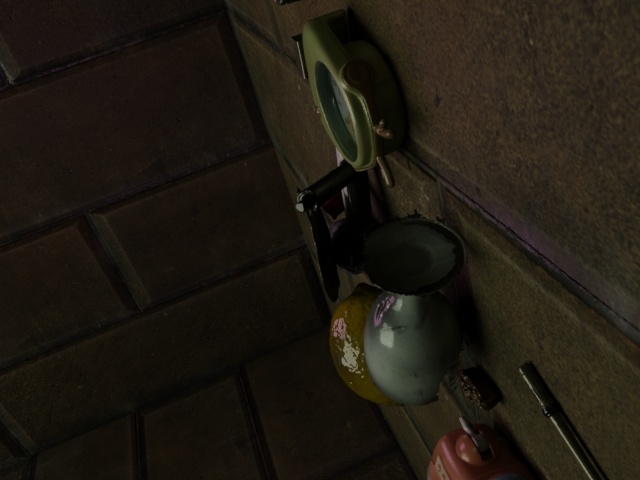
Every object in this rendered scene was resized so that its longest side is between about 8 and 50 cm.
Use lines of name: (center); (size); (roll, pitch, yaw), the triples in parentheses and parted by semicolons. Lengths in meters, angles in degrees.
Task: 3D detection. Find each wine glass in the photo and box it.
wine glass: (0.162, 0.136, 1.003); (0.190, 0.190, 0.357); (-120, 13, -47)

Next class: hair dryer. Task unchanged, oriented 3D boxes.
hair dryer: (0.024, -0.067, 1.198); (0.156, 0.284, 0.320); (11, 128, 42)

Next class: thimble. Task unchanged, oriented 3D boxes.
thimble: (0.083, 0.011, 1.455); (0.098, 0.150, 0.150); (-124, 12, -80)

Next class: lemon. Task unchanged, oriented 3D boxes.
lemon: (0.144, 0.233, 1.282); (0.267, 0.267, 0.267); (158, 90, -83)

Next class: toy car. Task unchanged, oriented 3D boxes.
toy car: (0.317, 0.478, 1.071); (0.270, 0.181, 0.212); (-120, 20, -52)

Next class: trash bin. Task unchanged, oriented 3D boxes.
trash bin: (-0.037, -0.446, 1.371); (0.061, 0.043, 0.092); (-122, 15, -54)

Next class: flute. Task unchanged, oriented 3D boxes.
flute: (0.344, 0.274, 0.787); (0.027, 0.027, 0.233); (79, 167, -57)

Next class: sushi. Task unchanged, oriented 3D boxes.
sushi: (0.294, 0.278, 1.063); (0.120, 0.055, 0.052); (-128, 23, -59)

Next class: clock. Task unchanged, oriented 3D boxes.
clock: (0.069, -0.236, 0.996); (0.235, 0.096, 0.308); (79, 167, -52)

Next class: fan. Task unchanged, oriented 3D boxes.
fan: (-0.001, 0.000, 1.262); (0.335, 0.011, 0.229); (67, -165, -47)

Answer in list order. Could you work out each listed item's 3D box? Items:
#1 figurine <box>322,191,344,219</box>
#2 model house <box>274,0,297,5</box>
figurine: (0.050, -0.118, 1.349); (0.075, 0.140, 0.068); (28, 174, -10)
model house: (-0.021, -0.439, 0.754); (0.211, 0.170, 0.194); (-137, 28, -72)
